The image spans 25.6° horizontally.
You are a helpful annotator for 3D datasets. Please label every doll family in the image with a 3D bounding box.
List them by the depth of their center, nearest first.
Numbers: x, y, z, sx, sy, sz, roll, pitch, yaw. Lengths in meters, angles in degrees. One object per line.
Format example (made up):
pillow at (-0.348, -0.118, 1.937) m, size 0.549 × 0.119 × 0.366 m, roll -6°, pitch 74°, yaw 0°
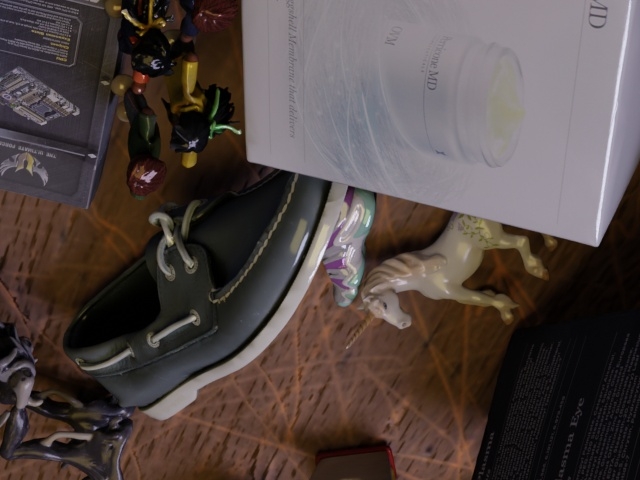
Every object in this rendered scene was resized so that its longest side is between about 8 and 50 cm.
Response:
doll family at (-0.088, -0.109, 0.832) m, size 0.076 × 0.111 × 0.193 m, roll -7°, pitch 129°, yaw -8°

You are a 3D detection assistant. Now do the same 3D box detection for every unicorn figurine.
unicorn figurine at (0.100, 0.020, 1.014) m, size 0.111 × 0.060 × 0.162 m, roll 25°, pitch 106°, yaw -16°

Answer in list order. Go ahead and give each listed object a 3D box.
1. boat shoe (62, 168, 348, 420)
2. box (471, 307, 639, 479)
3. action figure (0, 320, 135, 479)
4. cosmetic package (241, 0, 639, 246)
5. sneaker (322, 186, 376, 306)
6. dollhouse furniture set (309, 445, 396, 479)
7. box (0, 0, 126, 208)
boat shoe at (-0.086, 0.028, 0.962) m, size 0.099 × 0.116 × 0.319 m, roll 29°, pitch 142°, yaw -14°
box at (0.312, 0.181, 0.943) m, size 0.343 × 0.179 × 0.312 m, roll 20°, pitch 168°, yaw -11°
action figure at (-0.267, 0.108, 1.034) m, size 0.141 × 0.164 × 0.275 m, roll -47°, pitch 121°, yaw 8°
cosmetic package at (0.081, -0.144, 0.798) m, size 0.224 × 0.138 × 0.224 m, roll 14°, pitch 128°, yaw 18°
sneaker at (0.000, 0.000, 1.015) m, size 0.069 × 0.038 × 0.098 m, roll 9°, pitch 117°, yaw -1°
dollhouse furniture set at (0.003, 0.351, 1.231) m, size 0.201 × 0.152 × 0.374 m, roll -8°, pitch 108°, yaw 10°
box at (-0.244, -0.131, 0.919) m, size 0.231 × 0.056 × 0.183 m, roll 13°, pitch 126°, yaw -5°
